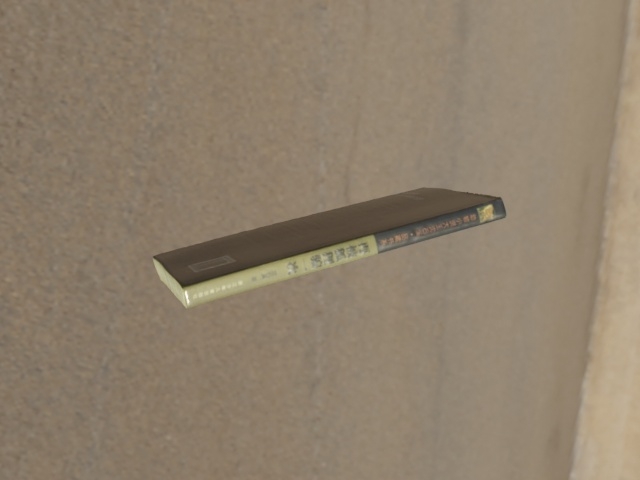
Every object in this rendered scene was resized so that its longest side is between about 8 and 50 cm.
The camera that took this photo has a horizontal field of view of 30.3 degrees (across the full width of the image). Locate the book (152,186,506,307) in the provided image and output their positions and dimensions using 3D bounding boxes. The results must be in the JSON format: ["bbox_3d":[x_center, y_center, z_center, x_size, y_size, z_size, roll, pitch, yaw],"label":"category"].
[{"bbox_3d":[0.000,0.000,0.854,0.160,0.228,0.024,-161,-122,-75],"label":"book"}]
